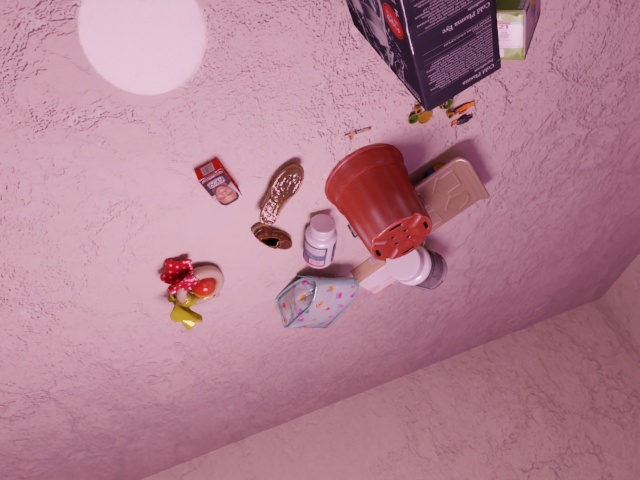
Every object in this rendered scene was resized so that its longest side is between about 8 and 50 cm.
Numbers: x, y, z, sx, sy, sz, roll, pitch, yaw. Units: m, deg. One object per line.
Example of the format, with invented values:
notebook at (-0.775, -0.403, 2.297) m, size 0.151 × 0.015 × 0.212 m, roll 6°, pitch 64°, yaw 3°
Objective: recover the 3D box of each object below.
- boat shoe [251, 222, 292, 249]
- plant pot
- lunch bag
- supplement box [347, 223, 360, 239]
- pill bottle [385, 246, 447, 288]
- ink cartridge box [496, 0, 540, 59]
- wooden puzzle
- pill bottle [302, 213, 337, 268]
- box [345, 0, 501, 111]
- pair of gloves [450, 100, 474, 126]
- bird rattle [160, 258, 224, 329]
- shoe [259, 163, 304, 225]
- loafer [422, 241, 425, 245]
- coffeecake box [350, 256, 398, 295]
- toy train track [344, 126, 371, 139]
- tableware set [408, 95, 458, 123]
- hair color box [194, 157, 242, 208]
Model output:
boat shoe at (-0.149, 0.001, 1.781) m, size 0.064 × 0.060 × 0.178 m, roll -39°, pitch 146°, yaw 18°
plant pot at (0.187, -0.100, 1.688) m, size 0.272 × 0.265 × 0.272 m, roll -18°, pitch 147°, yaw -12°
lunch bag at (-0.005, 0.211, 2.089) m, size 0.223 × 0.160 × 0.262 m, roll 5°, pitch 141°, yaw -38°
supplement box at (0.155, -0.048, 1.930) m, size 0.083 × 0.056 × 0.083 m, roll 15°, pitch 129°, yaw -47°
pill bottle at (0.372, 0.100, 2.164) m, size 0.161 × 0.161 × 0.283 m, roll -39°, pitch 153°, yaw 19°
ink cartridge box at (0.429, -0.565, 1.250) m, size 0.097 × 0.189 × 0.255 m, roll 11°, pitch 148°, yaw 25°
wooden puzzle at (0.386, -0.144, 1.947) m, size 0.347 × 0.081 × 0.322 m, roll -31°, pitch 148°, yaw 16°
pill bottle at (0.000, 0.000, 1.842) m, size 0.107 × 0.108 × 0.180 m, roll -15°, pitch 145°, yaw -18°
box at (0.168, -0.485, 1.066) m, size 0.178 × 0.343 × 0.312 m, roll -31°, pitch 146°, yaw 4°
pair of gloves at (0.433, -0.383, 1.703) m, size 0.074 × 0.010 × 0.083 m, roll -23°, pitch 148°, yaw -6°
bird rattle at (-0.407, 0.142, 1.785) m, size 0.206 × 0.143 × 0.254 m, roll -19°, pitch 135°, yaw -33°
shoe at (-0.116, -0.141, 1.621) m, size 0.076 × 0.058 × 0.219 m, roll 28°, pitch 120°, yaw -16°
loafer at (0.311, -0.038, 1.884) m, size 0.084 × 0.096 × 0.267 m, roll -7°, pitch 167°, yaw 4°
coffeecake box at (0.230, 0.135, 2.227) m, size 0.142 × 0.068 × 0.185 m, roll -37°, pitch 146°, yaw 15°
toy train track at (0.107, -0.303, 1.582) m, size 0.083 × 0.014 × 0.048 m, roll -20°, pitch 147°, yaw -12°
tableware set at (0.330, -0.376, 1.628) m, size 0.154 × 0.024 × 0.104 m, roll -7°, pitch 143°, yaw -29°
hair color box at (-0.271, -0.151, 1.499) m, size 0.072 × 0.043 × 0.141 m, roll -29°, pitch 148°, yaw 2°
